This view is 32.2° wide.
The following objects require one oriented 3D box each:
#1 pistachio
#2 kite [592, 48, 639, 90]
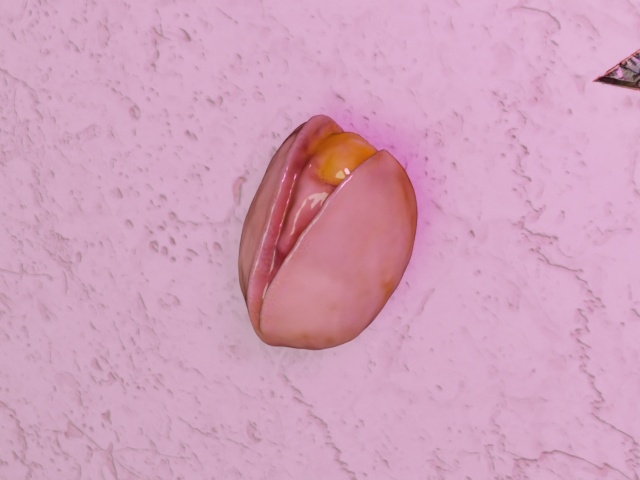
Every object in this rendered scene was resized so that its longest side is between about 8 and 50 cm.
[{"bbox_3d":[0.000,0.000,1.430,0.230,0.230,0.309,25,119,14],"label":"pistachio"},{"bbox_3d":[0.427,-0.220,1.269,0.241,0.014,0.183,-28,96,32],"label":"kite"}]
